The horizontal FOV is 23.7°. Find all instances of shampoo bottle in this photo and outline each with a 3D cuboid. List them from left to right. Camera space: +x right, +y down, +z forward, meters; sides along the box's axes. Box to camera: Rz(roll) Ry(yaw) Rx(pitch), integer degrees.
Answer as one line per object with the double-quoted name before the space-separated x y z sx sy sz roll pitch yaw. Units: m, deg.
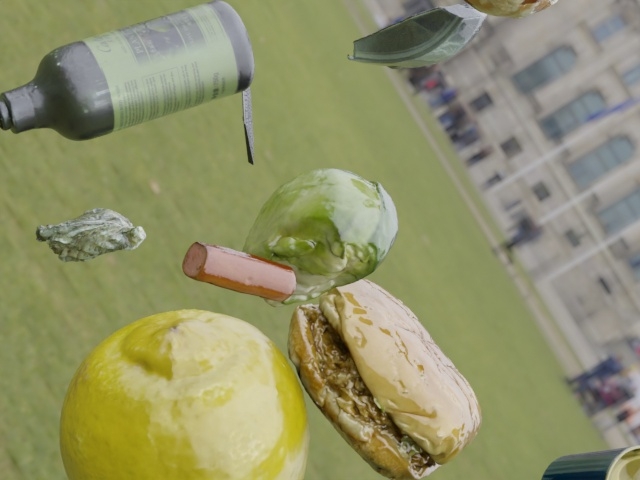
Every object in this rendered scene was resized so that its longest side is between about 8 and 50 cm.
"shampoo bottle" -0.212 -0.164 1.571 0.101 0.283 0.101 52 -27 40

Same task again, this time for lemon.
"lemon" -0.173 0.260 1.981 0.348 0.348 0.348 57 7 -11

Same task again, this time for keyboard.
"keyboard" -0.095 -0.173 1.950 0.198 0.010 0.064 -97 179 -55

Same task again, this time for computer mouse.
"computer mouse" 0.143 -0.286 2.225 0.126 0.231 0.071 -19 92 -51

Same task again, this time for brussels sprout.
"brussels sprout" 0.001 -0.006 1.716 0.131 0.183 0.145 46 38 -36

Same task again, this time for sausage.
"sausage" -0.077 0.032 1.526 0.131 0.039 0.041 15 4 -40

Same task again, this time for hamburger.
"hamburger" 0.087 0.183 2.075 0.319 0.158 0.318 48 10 -12

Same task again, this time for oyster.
"oyster" -0.327 -0.009 2.145 0.177 0.125 0.064 10 -59 59

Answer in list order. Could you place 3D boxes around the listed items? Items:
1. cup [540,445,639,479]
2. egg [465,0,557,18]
"cup" 0.385 0.353 2.010 0.155 0.131 0.176 -11 -69 59
"egg" 0.251 -0.386 1.993 0.195 0.195 0.233 59 19 8
